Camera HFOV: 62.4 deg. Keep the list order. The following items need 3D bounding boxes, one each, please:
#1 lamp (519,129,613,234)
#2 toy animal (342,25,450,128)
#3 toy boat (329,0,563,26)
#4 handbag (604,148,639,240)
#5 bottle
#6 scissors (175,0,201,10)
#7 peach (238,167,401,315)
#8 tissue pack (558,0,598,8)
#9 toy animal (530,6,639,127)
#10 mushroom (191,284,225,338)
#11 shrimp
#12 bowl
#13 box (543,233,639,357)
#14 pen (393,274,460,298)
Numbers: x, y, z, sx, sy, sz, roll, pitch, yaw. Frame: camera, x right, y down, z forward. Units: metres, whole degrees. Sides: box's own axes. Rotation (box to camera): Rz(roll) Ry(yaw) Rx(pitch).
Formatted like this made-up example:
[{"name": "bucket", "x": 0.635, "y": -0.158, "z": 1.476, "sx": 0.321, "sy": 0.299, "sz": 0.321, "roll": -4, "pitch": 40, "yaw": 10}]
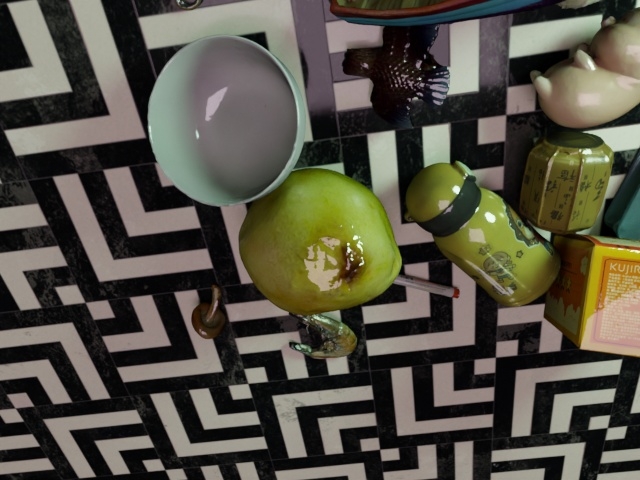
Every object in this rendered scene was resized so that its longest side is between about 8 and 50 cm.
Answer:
[{"name": "lamp", "x": 0.482, "y": -0.114, "z": 1.045, "sx": 0.162, "sy": 0.161, "sz": 0.184, "roll": -4, "pitch": 120, "yaw": 2}, {"name": "toy animal", "x": 0.134, "y": -0.303, "z": 0.951, "sx": 0.180, "sy": 0.116, "sz": 0.218, "roll": 7, "pitch": 128, "yaw": -6}, {"name": "toy boat", "x": 0.201, "y": -0.393, "z": 0.826, "sx": 0.393, "sy": 0.136, "sz": 0.079, "roll": 8, "pitch": 156, "yaw": 29}, {"name": "handbag", "x": 0.730, "y": -0.098, "z": 1.113, "sx": 0.180, "sy": 0.062, "sz": 0.229, "roll": 10, "pitch": 121, "yaw": -7}, {"name": "bottle", "x": 0.324, "y": -0.021, "z": 1.094, "sx": 0.351, "sy": 0.171, "sz": 0.171, "roll": 38, "pitch": 114, "yaw": -21}, {"name": "scissors", "x": -0.167, "y": -0.480, "z": 0.898, "sx": 0.220, "sy": 0.017, "sz": 0.088, "roll": -25, "pitch": 115, "yaw": 14}, {"name": "peach", "x": -0.005, "y": -0.001, "z": 1.032, "sx": 0.315, "sy": 0.315, "sz": 0.281, "roll": -5, "pitch": 106, "yaw": 10}, {"name": "tissue pack", "x": 0.431, "y": -0.566, "z": 0.737, "sx": 0.298, "sy": 0.207, "sz": 0.380, "roll": -17, "pitch": 120, "yaw": 10}, {"name": "toy animal", "x": 0.511, "y": -0.300, "z": 0.930, "sx": 0.250, "sy": 0.166, "sz": 0.154, "roll": -35, "pitch": 108, "yaw": 30}, {"name": "mushroom", "x": -0.265, "y": 0.170, "z": 1.271, "sx": 0.088, "sy": 0.073, "sz": 0.129, "roll": 15, "pitch": 82, "yaw": -32}, {"name": "shrimp", "x": -0.013, "y": 0.240, "z": 1.327, "sx": 0.217, "sy": 0.051, "sz": 0.150, "roll": 36, "pitch": 122, "yaw": -24}, {"name": "bowl", "x": -0.151, "y": -0.207, "z": 0.959, "sx": 0.287, "sy": 0.144, "sz": 0.286, "roll": 2, "pitch": 96, "yaw": 16}, {"name": "box", "x": 0.631, "y": 0.103, "z": 1.051, "sx": 0.284, "sy": 0.259, "sz": 0.213, "roll": 8, "pitch": 97, "yaw": 8}, {"name": "pen", "x": 0.217, "y": 0.100, "z": 1.252, "sx": 0.239, "sy": 0.028, "sz": 0.028, "roll": 14, "pitch": 120, "yaw": -9}]
